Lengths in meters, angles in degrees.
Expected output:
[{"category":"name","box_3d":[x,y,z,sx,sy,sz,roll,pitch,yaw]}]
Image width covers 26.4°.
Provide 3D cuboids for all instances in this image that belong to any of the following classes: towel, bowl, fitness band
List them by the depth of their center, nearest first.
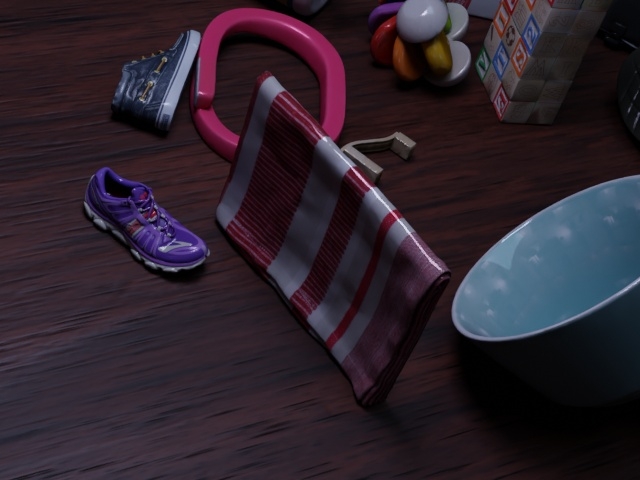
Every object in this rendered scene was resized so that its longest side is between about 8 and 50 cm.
[{"category":"towel","box_3d":[0.000,0.000,1.528,0.037,0.237,0.329,-21,59,-35]},{"category":"bowl","box_3d":[0.324,0.077,1.578,0.163,0.311,0.311,58,41,-19]},{"category":"fitness band","box_3d":[-0.069,-0.203,1.836,0.209,0.054,0.291,14,45,-12]}]

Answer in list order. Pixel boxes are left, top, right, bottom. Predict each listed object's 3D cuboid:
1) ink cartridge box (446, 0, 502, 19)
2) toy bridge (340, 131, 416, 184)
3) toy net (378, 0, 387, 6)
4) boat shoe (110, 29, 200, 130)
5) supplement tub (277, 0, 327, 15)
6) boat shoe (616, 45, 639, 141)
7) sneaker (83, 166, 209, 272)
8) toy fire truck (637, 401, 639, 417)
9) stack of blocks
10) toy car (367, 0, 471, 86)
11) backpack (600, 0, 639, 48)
[{"category":"ink cartridge box","box_3d":[0.278,-0.411,2.154,0.175,0.072,0.127,11,44,-11]},{"category":"toy bridge","box_3d":[0.053,-0.100,1.799,0.063,0.026,0.188,36,45,16]},{"category":"toy net","box_3d":[0.088,-0.390,2.014,0.232,0.122,0.045,-14,71,-37]},{"category":"boat shoe","box_3d":[-0.214,-0.224,1.784,0.083,0.065,0.183,19,45,-6]},{"category":"supplement tub","box_3d":[-0.066,-0.434,1.990,0.199,0.144,0.144,32,45,10]},{"category":"boat shoe","box_3d":[0.539,-0.151,1.990,0.120,0.122,0.324,25,36,-43]},{"category":"sneaker","box_3d":[-0.204,-0.025,1.592,0.170,0.071,0.068,32,45,9]},{"category":"toy fire truck","box_3d":[0.529,0.177,1.653,0.217,0.158,0.246,37,56,16]},{"category":"stack of blocks","box_3d":[0.315,-0.330,1.928,0.087,0.297,0.171,0,47,-18]},{"category":"toy car","box_3d":[0.134,-0.308,1.963,0.136,0.159,0.182,-13,54,20]},{"category":"backpack","box_3d":[0.568,-0.418,2.205,0.225,0.191,0.253,27,39,6]}]
